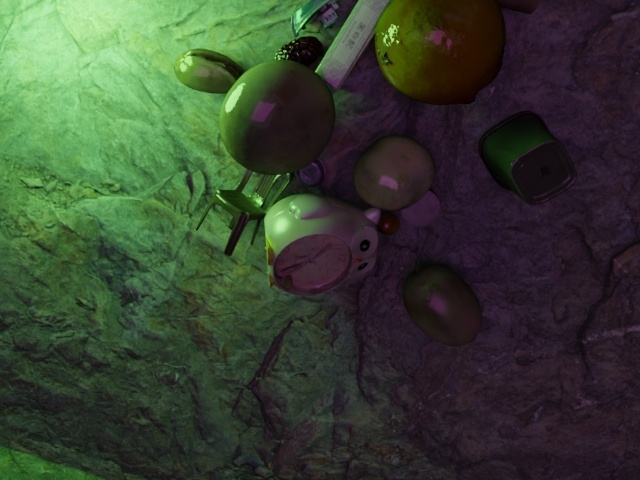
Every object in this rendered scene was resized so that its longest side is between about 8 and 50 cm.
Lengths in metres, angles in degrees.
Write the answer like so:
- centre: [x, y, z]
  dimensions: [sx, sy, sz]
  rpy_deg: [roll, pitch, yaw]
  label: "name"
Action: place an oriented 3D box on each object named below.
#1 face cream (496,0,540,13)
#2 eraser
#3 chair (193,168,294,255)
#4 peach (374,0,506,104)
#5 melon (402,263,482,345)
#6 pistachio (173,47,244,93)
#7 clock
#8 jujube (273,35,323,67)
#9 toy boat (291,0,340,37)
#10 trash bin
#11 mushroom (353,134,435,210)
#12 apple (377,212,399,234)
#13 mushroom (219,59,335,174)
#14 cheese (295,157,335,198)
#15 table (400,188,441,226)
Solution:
- centre: [0.569, -0.726, 1.509]
  dimensions: [0.104, 0.149, 0.149]
  rpy_deg: [15, 111, 1]
  label: "face cream"
- centre: [0.126, -0.648, 1.606]
  dimensions: [0.096, 0.098, 0.403]
  rpy_deg: [32, 110, -6]
  label: "eraser"
- centre: [-0.245, -0.135, 1.773]
  dimensions: [0.176, 0.183, 0.326]
  rpy_deg: [35, 111, 20]
  label: "chair"
- centre: [0.344, -0.556, 1.514]
  dimensions: [0.373, 0.290, 0.372]
  rpy_deg: [2, 79, -8]
  label: "peach"
- centre: [0.415, 0.221, 1.832]
  dimensions: [0.223, 0.223, 0.317]
  rpy_deg: [-35, 104, 16]
  label: "melon"
- centre: [-0.352, -0.528, 1.682]
  dimensions: [0.215, 0.144, 0.143]
  rpy_deg: [15, 111, -7]
  label: "pistachio"
- centre: [0.000, 0.000, 1.764]
  dimensions: [0.377, 0.250, 0.368]
  rpy_deg: [-6, 130, -9]
  label: "clock"
- centre: [-0.074, -0.574, 1.660]
  dimensions: [0.166, 0.104, 0.104]
  rpy_deg: [-38, 103, 4]
  label: "jujube"
- centre: [0.006, -0.683, 1.612]
  dimensions: [0.215, 0.088, 0.102]
  rpy_deg: [-32, 108, 14]
  label: "toy boat"
- centre: [0.633, -0.244, 1.629]
  dimensions: [0.220, 0.250, 0.219]
  rpy_deg: [-33, 110, 15]
  label: "trash bin"
- centre: [0.230, -0.201, 1.715]
  dimensions: [0.260, 0.253, 0.234]
  rpy_deg: [3, 155, -4]
  label: "mushroom"
- centre: [0.227, -0.057, 1.826]
  dimensions: [0.084, 0.084, 0.071]
  rpy_deg: [26, 84, -4]
  label: "apple"
- centre: [-0.139, -0.379, 1.636]
  dimensions: [0.363, 0.294, 0.362]
  rpy_deg: [-17, 137, -17]
  label: "mushroom"
- centre: [-0.025, -0.207, 1.812]
  dimensions: [0.105, 0.042, 0.190]
  rpy_deg: [-16, 109, 12]
  label: "cheese"
- centre: [0.337, -0.114, 1.812]
  dimensions: [0.134, 0.043, 0.133]
  rpy_deg: [2, 111, 5]
  label: "table"
